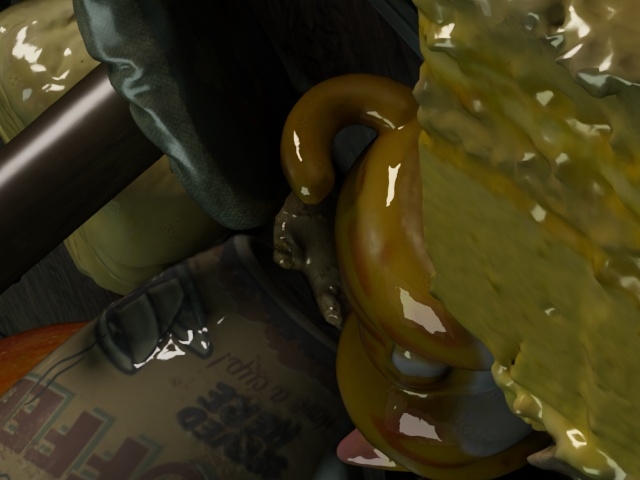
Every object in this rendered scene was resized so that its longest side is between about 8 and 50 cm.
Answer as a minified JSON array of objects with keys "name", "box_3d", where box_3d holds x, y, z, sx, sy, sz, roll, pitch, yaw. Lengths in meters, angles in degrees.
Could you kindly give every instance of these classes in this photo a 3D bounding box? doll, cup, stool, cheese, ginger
[{"name":"doll","box_3d":[0.082,0.034,1.082,0.162,0.166,0.270,45,155,34]},{"name":"cup","box_3d":[-0.064,0.158,1.304,0.301,0.257,0.227,47,-168,14]},{"name":"stool","box_3d":[-0.171,-0.112,1.091,0.310,0.226,0.310,59,-170,-6]},{"name":"cheese","box_3d":[-0.154,-0.068,1.402,0.226,0.117,0.214,53,159,8]},{"name":"ginger","box_3d":[0.000,0.000,1.261,0.288,0.089,0.075,47,139,2]}]

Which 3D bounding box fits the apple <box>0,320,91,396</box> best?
[{"name":"apple","box_3d":[-0.213,0.231,1.611,0.339,0.339,0.339,38,152,25]}]

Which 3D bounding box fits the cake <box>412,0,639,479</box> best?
[{"name":"cake","box_3d":[0.185,-0.014,0.780,0.222,0.227,0.286,38,150,34]}]

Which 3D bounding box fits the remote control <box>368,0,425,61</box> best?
[{"name":"remote control","box_3d":[0.087,-0.161,0.949,0.103,0.051,0.293,48,158,5]}]

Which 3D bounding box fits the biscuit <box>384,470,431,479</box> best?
[{"name":"biscuit","box_3d":[0.080,0.231,1.284,0.070,0.252,0.106,-4,138,4]}]

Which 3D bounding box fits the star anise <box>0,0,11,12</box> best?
[{"name":"star anise","box_3d":[-0.274,-0.244,1.382,0.231,0.089,0.209,29,158,38]}]
